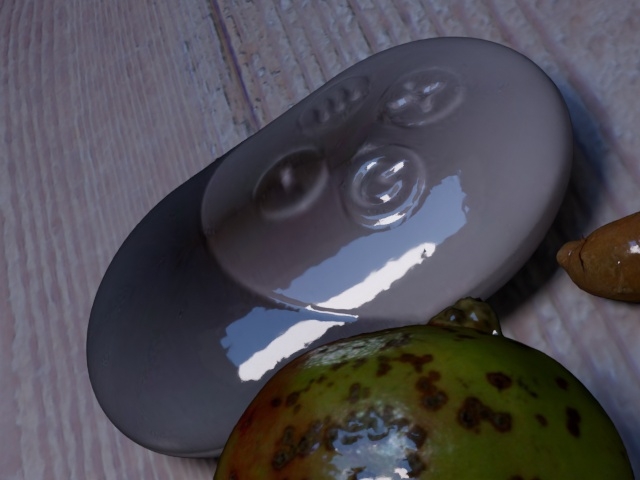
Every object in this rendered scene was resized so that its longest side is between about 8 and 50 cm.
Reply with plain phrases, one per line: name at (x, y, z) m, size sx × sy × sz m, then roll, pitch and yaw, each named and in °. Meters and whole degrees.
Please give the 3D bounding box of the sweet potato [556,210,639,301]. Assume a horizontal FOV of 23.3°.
sweet potato at (0.212, 0.003, 0.803) m, size 0.194 × 0.056 × 0.056 m, roll -2°, pitch 52°, yaw 32°

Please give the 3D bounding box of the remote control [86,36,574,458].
remote control at (0.000, 0.000, 0.928) m, size 0.332 × 0.103 × 0.221 m, roll -36°, pitch 38°, yaw 7°

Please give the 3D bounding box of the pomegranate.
pomegranate at (0.040, 0.154, 0.717) m, size 0.198 × 0.198 × 0.246 m, roll 44°, pitch 125°, yaw 50°
